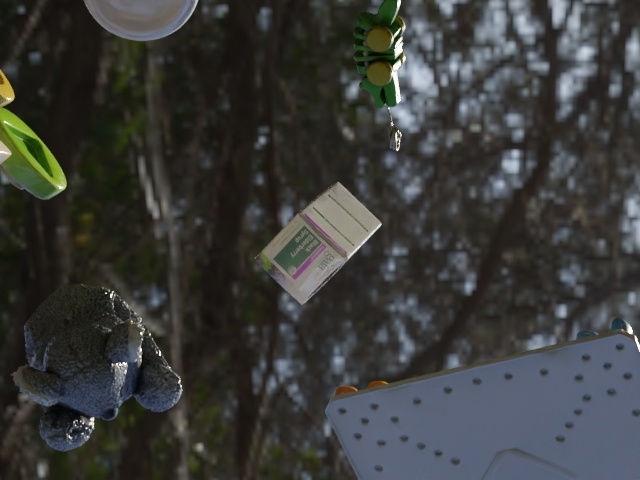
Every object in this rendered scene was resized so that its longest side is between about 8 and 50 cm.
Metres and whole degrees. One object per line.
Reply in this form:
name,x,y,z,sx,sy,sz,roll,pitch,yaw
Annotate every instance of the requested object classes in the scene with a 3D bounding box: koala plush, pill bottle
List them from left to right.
koala plush,-0.296,0.154,2.081,0.196,0.203,0.221,-23,-179,-2
pill bottle,-0.226,-0.372,2.191,0.153,0.153,0.264,-2,-156,2

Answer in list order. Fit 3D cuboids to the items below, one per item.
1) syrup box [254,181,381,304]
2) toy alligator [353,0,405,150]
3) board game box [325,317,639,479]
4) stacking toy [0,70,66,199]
syrup box,0.000,0.000,2.298,0.096,0.093,0.237,44,-161,2
toy alligator,0.062,-0.189,1.842,0.051,0.189,0.056,8,-151,18
board game box,0.255,0.296,2.046,0.390,0.390,0.050,-15,-152,20
stacking toy,-0.465,-0.143,2.017,0.130,0.309,0.279,-39,-108,8
